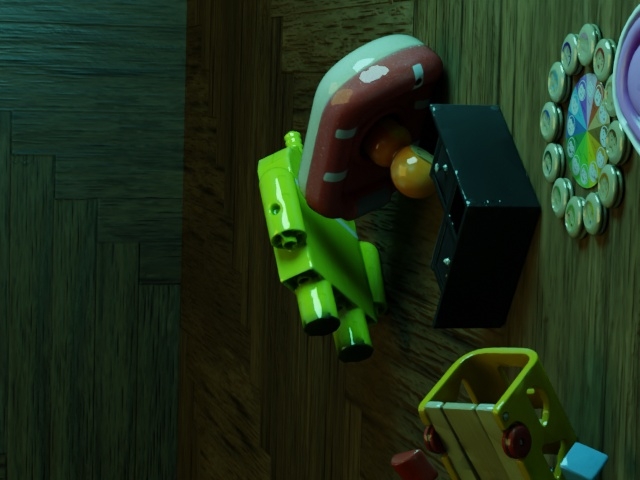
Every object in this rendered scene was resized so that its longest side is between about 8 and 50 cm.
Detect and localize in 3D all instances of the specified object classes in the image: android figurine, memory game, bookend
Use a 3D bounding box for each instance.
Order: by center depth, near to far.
[{"bbox_3d":[0.224,-0.092,1.537,0.186,0.012,0.186,-179,90,-76],"label":"memory game"},{"bbox_3d":[0.142,-0.024,1.740,0.157,0.072,0.156,-104,20,-46],"label":"bookend"},{"bbox_3d":[0.000,0.000,2.071,0.248,0.056,0.273,42,-149,-50],"label":"android figurine"}]

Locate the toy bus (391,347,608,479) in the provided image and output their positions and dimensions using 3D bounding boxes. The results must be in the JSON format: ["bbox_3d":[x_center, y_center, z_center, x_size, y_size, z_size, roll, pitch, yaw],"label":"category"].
[{"bbox_3d":[0.174,0.187,1.539,0.104,0.191,0.202,-46,-15,-36],"label":"toy bus"}]

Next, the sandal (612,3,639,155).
[{"bbox_3d":[0.265,-0.044,1.192,0.416,0.102,0.169,-120,33,-63],"label":"sandal"}]

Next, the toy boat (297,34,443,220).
[{"bbox_3d":[0.076,-0.103,1.933,0.151,0.151,0.231,42,140,30],"label":"toy boat"}]
